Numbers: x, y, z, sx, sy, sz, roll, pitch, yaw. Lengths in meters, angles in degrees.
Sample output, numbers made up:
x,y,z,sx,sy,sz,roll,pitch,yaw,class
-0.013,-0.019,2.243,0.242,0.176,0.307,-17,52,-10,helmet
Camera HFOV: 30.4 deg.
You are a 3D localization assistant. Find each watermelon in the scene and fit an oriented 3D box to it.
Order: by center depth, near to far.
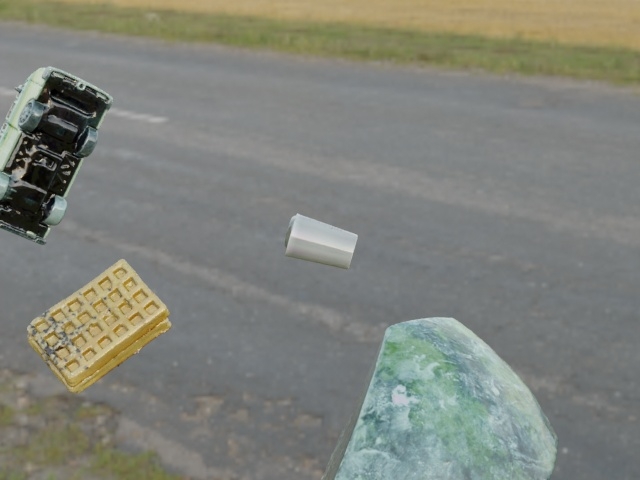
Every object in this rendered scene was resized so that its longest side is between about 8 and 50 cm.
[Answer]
x,y,z,sx,sy,sz,roll,pitch,yaw,class
0.097,0.269,1.298,0.228,0.258,0.387,33,54,-3,watermelon

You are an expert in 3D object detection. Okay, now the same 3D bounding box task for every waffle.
x,y,z,sx,sy,sz,roll,pitch,yaw,class
-0.261,0.100,1.385,0.148,0.042,0.102,-35,65,-19,waffle

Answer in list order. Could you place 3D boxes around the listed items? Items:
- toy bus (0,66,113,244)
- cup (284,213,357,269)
x,y,z,sx,sy,sz,roll,pitch,yaw,class
-0.476,-0.152,1.971,0.134,0.276,0.165,26,0,-33,toy bus
0.000,0.000,1.983,0.116,0.074,0.104,15,14,-1,cup
